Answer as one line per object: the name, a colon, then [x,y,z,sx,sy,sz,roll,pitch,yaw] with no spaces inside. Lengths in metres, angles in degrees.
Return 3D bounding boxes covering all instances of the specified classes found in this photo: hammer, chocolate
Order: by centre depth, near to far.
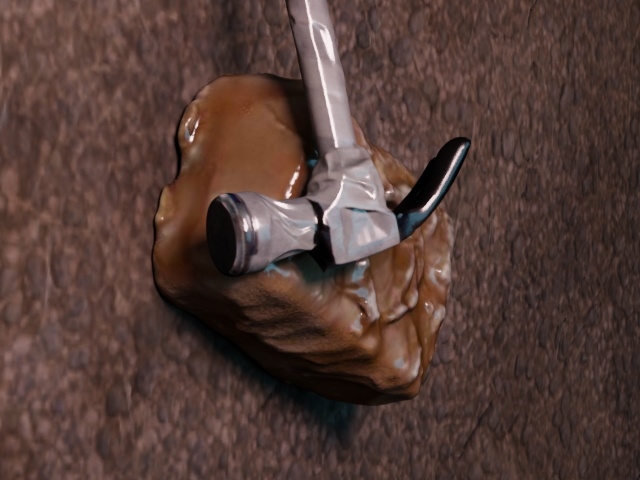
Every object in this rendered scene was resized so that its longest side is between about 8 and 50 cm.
hammer: [-0.028,-0.194,0.993,0.152,0.044,0.427,-12,86,-26]
chocolate: [0.000,0.000,1.080,0.214,0.093,0.148,41,55,-52]
